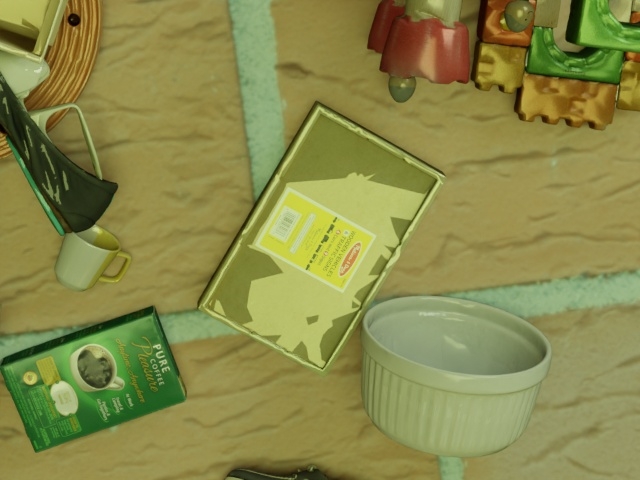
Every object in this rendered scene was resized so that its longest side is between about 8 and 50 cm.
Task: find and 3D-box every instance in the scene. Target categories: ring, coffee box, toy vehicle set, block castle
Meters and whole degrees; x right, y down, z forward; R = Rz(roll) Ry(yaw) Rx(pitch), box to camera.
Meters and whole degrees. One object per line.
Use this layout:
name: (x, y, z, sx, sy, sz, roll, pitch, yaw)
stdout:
ring: (-0.400, -0.244, 1.703, 0.337, 0.032, 0.336, -1, 102, -3)
coffee box: (-0.252, 0.155, 1.792, 0.184, 0.040, 0.113, -20, 103, 1)
toy vehicle set: (0.000, 0.000, 1.778, 0.166, 0.035, 0.266, 30, 99, -9)
block castle: (0.280, -0.203, 1.618, 0.453, 0.303, 0.212, 6, 102, -4)

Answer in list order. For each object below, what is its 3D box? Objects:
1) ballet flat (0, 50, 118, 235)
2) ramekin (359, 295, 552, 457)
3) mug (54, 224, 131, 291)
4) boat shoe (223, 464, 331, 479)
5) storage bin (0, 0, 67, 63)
ballet flat: (-0.309, -0.135, 1.677, 0.096, 0.095, 0.280, -36, 113, -6)
ramekin: (0.141, 0.150, 1.739, 0.207, 0.207, 0.109, 6, 111, -5)
mug: (-0.254, 0.024, 1.756, 0.078, 0.062, 0.064, 29, 107, -3)
boat shoe: (-0.011, 0.294, 1.839, 0.206, 0.075, 0.065, 18, 57, -2)
storage bin: (-0.357, -0.348, 1.605, 0.262, 0.123, 0.260, 19, 100, -7)
